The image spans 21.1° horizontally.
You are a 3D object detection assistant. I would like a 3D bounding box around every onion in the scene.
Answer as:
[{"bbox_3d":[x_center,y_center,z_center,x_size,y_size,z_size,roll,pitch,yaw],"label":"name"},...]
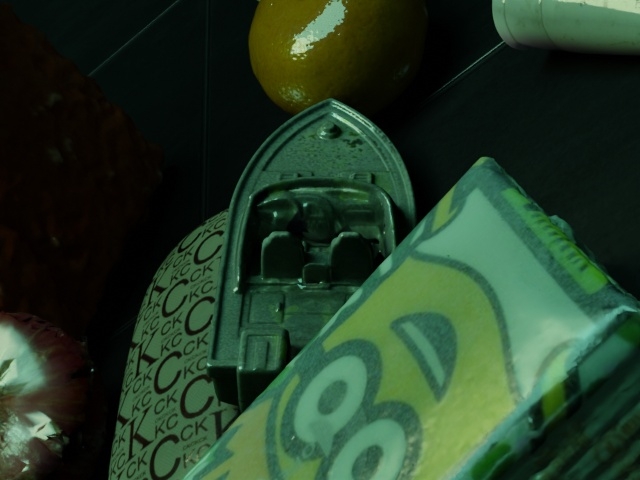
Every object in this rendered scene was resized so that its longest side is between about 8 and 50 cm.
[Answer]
[{"bbox_3d":[-0.246,0.144,1.422,0.184,0.147,0.184,0,89,24],"label":"onion"}]

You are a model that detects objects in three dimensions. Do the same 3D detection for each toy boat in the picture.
[{"bbox_3d":[0.000,0.000,1.243,0.141,0.092,0.319,0,42,4],"label":"toy boat"}]

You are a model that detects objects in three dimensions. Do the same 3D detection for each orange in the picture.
[{"bbox_3d":[0.018,-0.167,1.414,0.156,0.124,0.156,-19,51,25],"label":"orange"}]

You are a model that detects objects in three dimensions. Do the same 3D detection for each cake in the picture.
[{"bbox_3d":[-0.350,-0.021,1.599,0.319,0.270,0.269,-16,41,42],"label":"cake"}]

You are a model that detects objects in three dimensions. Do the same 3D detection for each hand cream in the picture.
[{"bbox_3d":[0.256,-0.166,1.167,0.312,0.070,0.111,9,61,48],"label":"hand cream"}]

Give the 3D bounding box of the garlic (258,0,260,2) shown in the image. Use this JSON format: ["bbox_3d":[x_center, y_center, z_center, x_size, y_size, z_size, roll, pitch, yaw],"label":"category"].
[{"bbox_3d":[-0.016,-0.287,1.549,0.145,0.164,0.245,-35,24,-23],"label":"garlic"}]

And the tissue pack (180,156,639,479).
[{"bbox_3d":[0.064,0.130,1.003,0.311,0.128,0.228,-46,28,7],"label":"tissue pack"}]

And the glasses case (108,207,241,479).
[{"bbox_3d":[-0.085,0.112,1.272,0.137,0.085,0.354,-31,34,28],"label":"glasses case"}]
